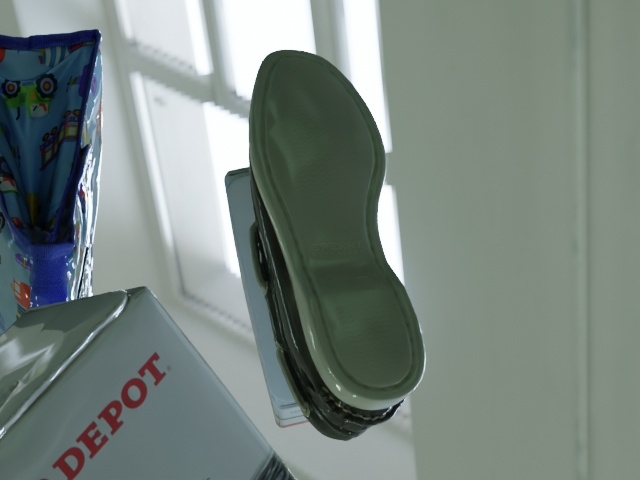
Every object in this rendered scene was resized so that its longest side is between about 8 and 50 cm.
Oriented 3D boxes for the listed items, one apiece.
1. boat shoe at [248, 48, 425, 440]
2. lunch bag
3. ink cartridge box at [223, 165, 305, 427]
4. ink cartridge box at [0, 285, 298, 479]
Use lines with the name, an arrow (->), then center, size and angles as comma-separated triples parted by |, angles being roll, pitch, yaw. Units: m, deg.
boat shoe -> 0.000, 0.000, 0.523 | 0.046, 0.038, 0.125 | -4, -118, -26
lunch bag -> -0.234, 0.005, 1.358 | 0.138, 0.221, 0.293 | -1, -136, -13
ink cartridge box -> -0.006, 0.048, 1.466 | 0.114, 0.273, 0.197 | -13, -98, -2
ink cartridge box -> -0.132, 0.269, 1.150 | 0.166, 0.395, 0.285 | -11, -150, 50
